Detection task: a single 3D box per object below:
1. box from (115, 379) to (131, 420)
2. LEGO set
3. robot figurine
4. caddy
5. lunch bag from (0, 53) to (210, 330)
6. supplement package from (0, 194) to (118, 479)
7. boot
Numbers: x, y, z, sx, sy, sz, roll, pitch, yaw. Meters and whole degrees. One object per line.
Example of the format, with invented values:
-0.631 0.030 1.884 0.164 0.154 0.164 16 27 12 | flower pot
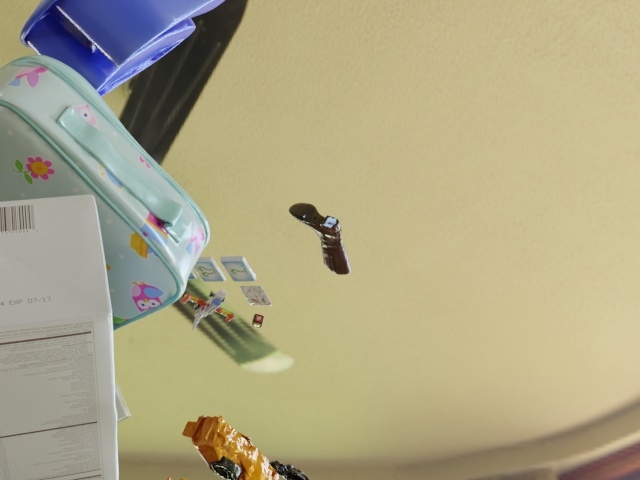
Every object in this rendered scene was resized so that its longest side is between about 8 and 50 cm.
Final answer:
-0.411 0.240 1.145 0.311 0.121 0.148 -24 -6 -15 | box
-0.202 0.117 1.818 0.182 0.060 0.244 -1 -35 18 | LEGO set
-0.113 0.397 1.320 0.085 0.211 0.291 -6 -47 39 | robot figurine
-0.298 -0.364 1.356 0.179 0.341 0.241 50 -46 -9 | caddy
-0.253 -0.033 0.887 0.224 0.108 0.279 -26 -61 31 | lunch bag
-0.246 0.099 0.749 0.139 0.134 0.244 -5 -44 -17 | supplement package
0.000 0.000 1.445 0.106 0.037 0.114 29 -31 37 | boot
